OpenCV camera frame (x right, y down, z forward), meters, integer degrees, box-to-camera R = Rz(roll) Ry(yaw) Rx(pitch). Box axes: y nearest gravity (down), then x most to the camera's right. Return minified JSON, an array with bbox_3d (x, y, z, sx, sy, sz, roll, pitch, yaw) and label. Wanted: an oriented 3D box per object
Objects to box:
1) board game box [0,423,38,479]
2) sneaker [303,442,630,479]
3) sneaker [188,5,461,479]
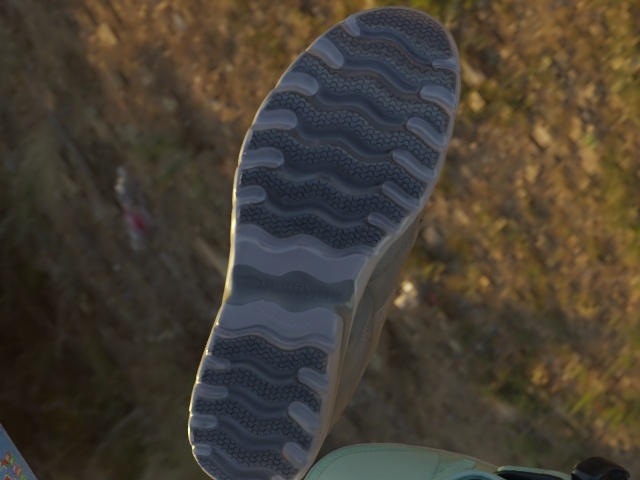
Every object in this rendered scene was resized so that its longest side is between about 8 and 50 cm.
[{"bbox_3d":[-0.251,0.115,0.910,0.211,0.039,0.160,5,144,19],"label":"board game box"},{"bbox_3d":[0.065,0.128,0.832,0.256,0.094,0.151,20,157,43],"label":"sneaker"},{"bbox_3d":[0.000,0.000,1.002,0.105,0.115,0.281,24,98,9],"label":"sneaker"}]
